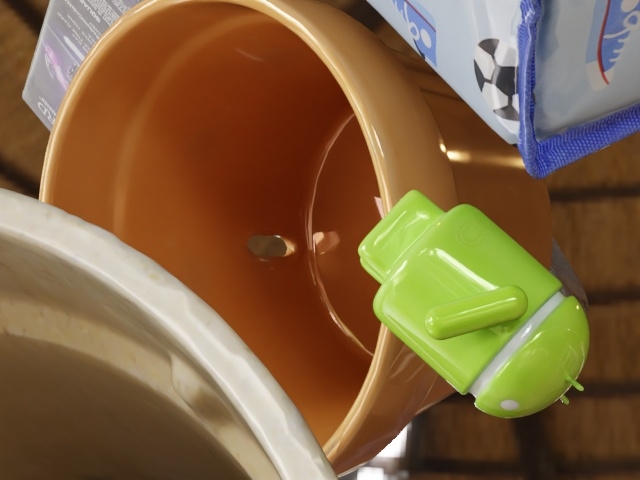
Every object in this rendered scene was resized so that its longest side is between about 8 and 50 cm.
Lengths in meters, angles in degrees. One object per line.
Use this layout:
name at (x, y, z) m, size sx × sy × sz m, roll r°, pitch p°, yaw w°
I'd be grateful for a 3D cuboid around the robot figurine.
robot figurine at (0.070, 0.031, 0.774) m, size 0.115 × 0.067 × 0.101 m, roll 42°, pitch -7°, yaw 10°

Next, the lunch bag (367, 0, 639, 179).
lunch bag at (0.180, -0.249, 0.928) m, size 0.385 × 0.328 × 0.239 m, roll -26°, pitch -41°, yaw -17°

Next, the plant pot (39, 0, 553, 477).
plant pot at (0.000, 0.000, 1.035) m, size 0.291 × 0.291 × 0.203 m, roll -16°, pitch -9°, yaw 42°

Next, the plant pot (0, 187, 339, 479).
plant pot at (-0.096, 0.183, 0.578) m, size 0.333 × 0.334 × 0.305 m, roll -2°, pitch -17°, yaw 17°

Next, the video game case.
video game case at (-0.148, -0.109, 1.369) m, size 0.196 × 0.026 × 0.274 m, roll 49°, pitch -27°, yaw 7°

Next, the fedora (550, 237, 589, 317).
fedora at (0.127, -0.004, 1.555) m, size 0.124 × 0.244 × 0.275 m, roll -32°, pitch -13°, yaw 9°
